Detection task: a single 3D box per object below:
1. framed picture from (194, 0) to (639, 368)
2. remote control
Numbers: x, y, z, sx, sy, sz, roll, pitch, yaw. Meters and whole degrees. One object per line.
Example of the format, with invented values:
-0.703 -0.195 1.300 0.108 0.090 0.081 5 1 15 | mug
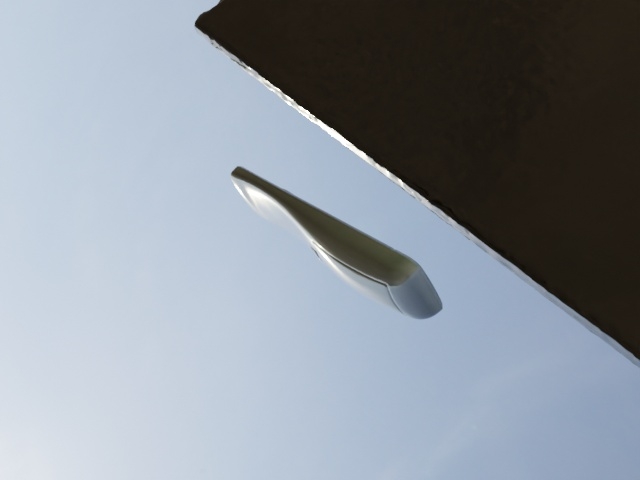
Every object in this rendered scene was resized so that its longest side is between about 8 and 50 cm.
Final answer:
0.126 -0.101 0.410 0.244 0.013 0.324 -42 -119 -13 | framed picture
0.000 0.000 0.532 0.027 0.050 0.184 -44 -138 -13 | remote control
